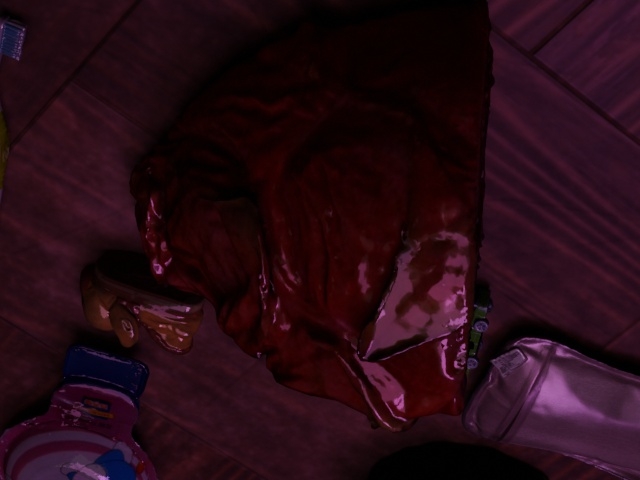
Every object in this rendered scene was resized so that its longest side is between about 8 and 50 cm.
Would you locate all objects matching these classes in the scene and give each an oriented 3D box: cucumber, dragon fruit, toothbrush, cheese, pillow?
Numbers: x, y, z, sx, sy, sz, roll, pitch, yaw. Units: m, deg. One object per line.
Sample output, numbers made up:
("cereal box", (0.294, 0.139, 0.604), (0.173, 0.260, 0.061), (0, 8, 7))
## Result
("cucumber", (0.127, 0.281, 1.465), (0.191, 0.130, 0.191), (4, 125, 5))
("dragon fruit", (0.000, 0.000, 1.239), (0.330, 0.302, 0.240), (-4, 162, 27))
("toothbrush", (-0.263, -0.067, 1.285), (0.026, 0.022, 0.263), (20, 128, 4))
("cheese", (-0.216, 0.191, 1.458), (0.155, 0.062, 0.244), (17, 127, -6))
("pillow", (0.245, 0.154, 1.407), (0.233, 0.038, 0.130), (16, 125, -9))

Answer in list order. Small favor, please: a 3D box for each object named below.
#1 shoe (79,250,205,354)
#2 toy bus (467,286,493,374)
("shoe", (-0.151, 0.057, 1.341), (0.109, 0.072, 0.069), (6, 123, 0))
("toy bus", (0.123, 0.077, 1.362), (0.037, 0.031, 0.083), (15, 128, 5))
